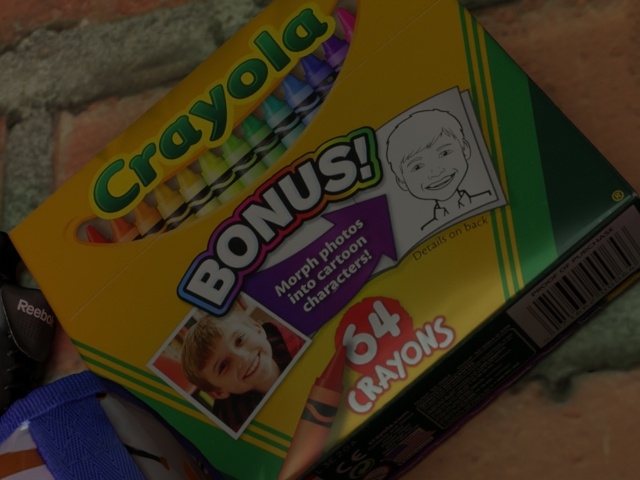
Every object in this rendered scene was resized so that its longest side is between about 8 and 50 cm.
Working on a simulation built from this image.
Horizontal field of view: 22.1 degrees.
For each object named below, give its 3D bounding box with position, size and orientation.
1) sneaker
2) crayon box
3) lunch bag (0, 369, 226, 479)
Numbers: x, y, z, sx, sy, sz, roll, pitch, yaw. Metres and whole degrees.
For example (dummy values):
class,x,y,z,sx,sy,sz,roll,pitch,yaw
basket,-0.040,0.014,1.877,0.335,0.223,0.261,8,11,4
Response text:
class,x,y,z,sx,sy,sz,roll,pitch,yaw
sneaker,-0.244,0.086,1.240,0.106,0.078,0.234,-30,57,13
crayon box,0.000,0.000,1.145,0.363,0.106,0.313,-41,58,5
lunch bag,-0.083,0.300,0.888,0.239,0.385,0.328,-18,53,-27
